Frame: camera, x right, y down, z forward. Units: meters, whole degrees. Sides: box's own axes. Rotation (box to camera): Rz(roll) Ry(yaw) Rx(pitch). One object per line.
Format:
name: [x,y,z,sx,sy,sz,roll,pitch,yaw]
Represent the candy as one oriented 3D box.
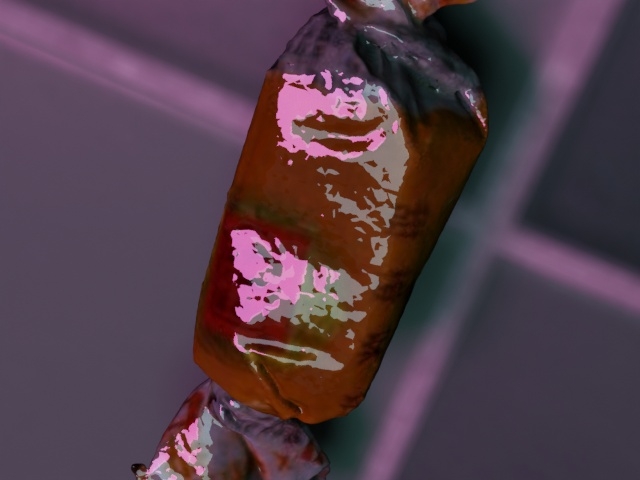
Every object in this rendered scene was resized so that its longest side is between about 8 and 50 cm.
candy: [0.000,0.000,0.336,0.053,0.046,0.182,24,117,7]
